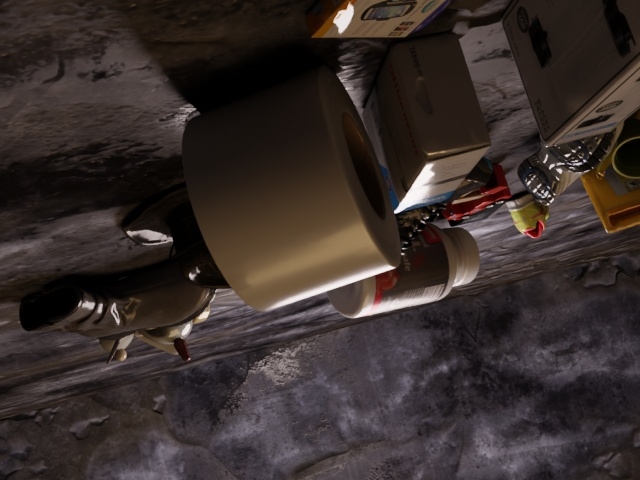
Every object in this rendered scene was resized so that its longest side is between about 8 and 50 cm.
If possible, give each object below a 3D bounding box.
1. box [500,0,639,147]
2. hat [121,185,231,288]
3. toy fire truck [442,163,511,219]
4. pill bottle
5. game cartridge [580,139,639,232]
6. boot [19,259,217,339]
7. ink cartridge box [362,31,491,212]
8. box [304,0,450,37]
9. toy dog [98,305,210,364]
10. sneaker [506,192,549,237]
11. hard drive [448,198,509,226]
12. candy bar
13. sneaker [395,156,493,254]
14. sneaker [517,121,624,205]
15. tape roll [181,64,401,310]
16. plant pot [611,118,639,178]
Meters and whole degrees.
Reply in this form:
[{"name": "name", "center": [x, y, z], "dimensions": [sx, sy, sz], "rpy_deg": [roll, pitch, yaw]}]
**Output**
[{"name": "box", "center": [0.288, -0.223, 0.898], "dimensions": [0.087, 0.169, 0.290], "rpy_deg": [-14, 167, -12]}, {"name": "hat", "center": [-0.135, 0.002, 1.435], "dimensions": [0.331, 0.133, 0.331], "rpy_deg": [-16, 167, -4]}, {"name": "toy fire truck", "center": [0.300, -0.090, 1.780], "dimensions": [0.192, 0.047, 0.135], "rpy_deg": [-25, 164, 39]}, {"name": "pill bottle", "center": [0.179, 0.055, 1.958], "dimensions": [0.319, 0.176, 0.176], "rpy_deg": [-9, 166, -30]}, {"name": "game cartridge", "center": [0.620, -0.135, 1.643], "dimensions": [0.285, 0.052, 0.323], "rpy_deg": [-19, -160, 13]}, {"name": "boot", "center": [-0.370, 0.111, 1.673], "dimensions": [0.338, 0.118, 0.223], "rpy_deg": [-27, 159, 25]}, {"name": "ink cartridge box", "center": [0.123, -0.137, 1.110], "dimensions": [0.086, 0.148, 0.203], "rpy_deg": [-13, 168, -11]}, {"name": "box", "center": [0.062, -0.232, 0.903], "dimensions": [0.136, 0.028, 0.081], "rpy_deg": [-11, 167, -34]}, {"name": "toy dog", "center": [-0.362, 0.212, 1.993], "dimensions": [0.220, 0.160, 0.334], "rpy_deg": [-11, 166, -23]}, {"name": "sneaker", "center": [0.480, -0.048, 2.086], "dimensions": [0.081, 0.094, 0.208], "rpy_deg": [-24, 167, 26]}, {"name": "hard drive", "center": [0.345, -0.067, 1.995], "dimensions": [0.094, 0.022, 0.135], "rpy_deg": [-13, 167, -14]}, {"name": "candy bar", "center": [0.515, -0.174, 1.559], "dimensions": [0.161, 0.018, 0.040], "rpy_deg": [-58, 166, 1]}, {"name": "sneaker", "center": [0.145, -0.044, 1.571], "dimensions": [0.341, 0.139, 0.125], "rpy_deg": [-22, 164, 21]}, {"name": "sneaker", "center": [0.437, -0.167, 1.550], "dimensions": [0.129, 0.111, 0.297], "rpy_deg": [-35, 173, -17]}, {"name": "tape roll", "center": [-0.027, -0.058, 1.047], "dimensions": [0.169, 0.246, 0.246], "rpy_deg": [-19, 167, 15]}, {"name": "plant pot", "center": [0.517, -0.157, 1.495], "dimensions": [0.083, 0.079, 0.083], "rpy_deg": [5, 130, 6]}]
